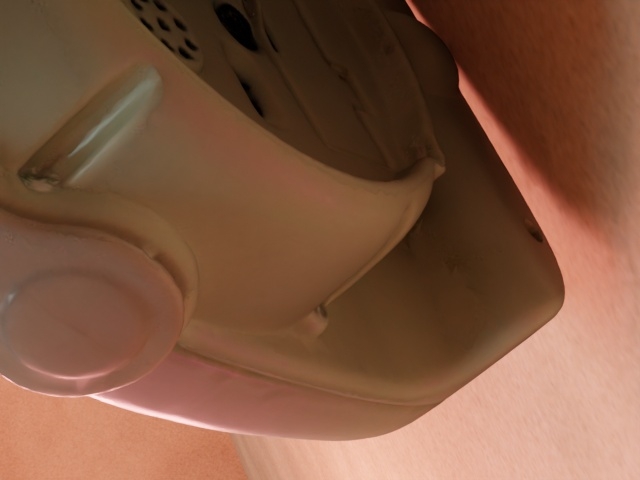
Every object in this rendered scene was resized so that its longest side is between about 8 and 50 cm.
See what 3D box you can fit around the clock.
[{"bbox_3d":[-0.065,-0.067,0.458,0.324,0.108,0.265,14,-136,-55],"label":"clock"}]
